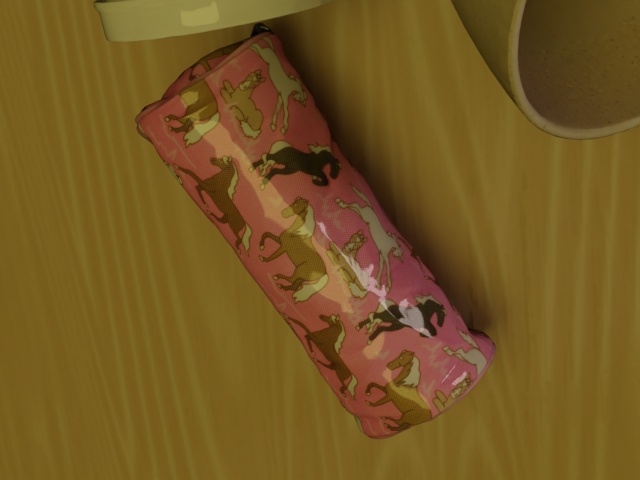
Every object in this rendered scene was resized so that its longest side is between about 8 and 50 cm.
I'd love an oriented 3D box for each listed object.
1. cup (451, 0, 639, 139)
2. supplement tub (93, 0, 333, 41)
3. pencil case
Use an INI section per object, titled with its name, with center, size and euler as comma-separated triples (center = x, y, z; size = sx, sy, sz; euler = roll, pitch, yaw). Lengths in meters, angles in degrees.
[cup]
center = 0.191, -0.270, 0.691
size = 0.237, 0.331, 0.331
euler = 52, 123, 32
[supplement tub]
center = -0.106, -0.340, 0.786
size = 0.241, 0.241, 0.331
euler = -3, 109, 21
[pencil case]
center = 0.000, 0.000, 0.922
size = 0.386, 0.167, 0.160
euler = 54, 139, -6
